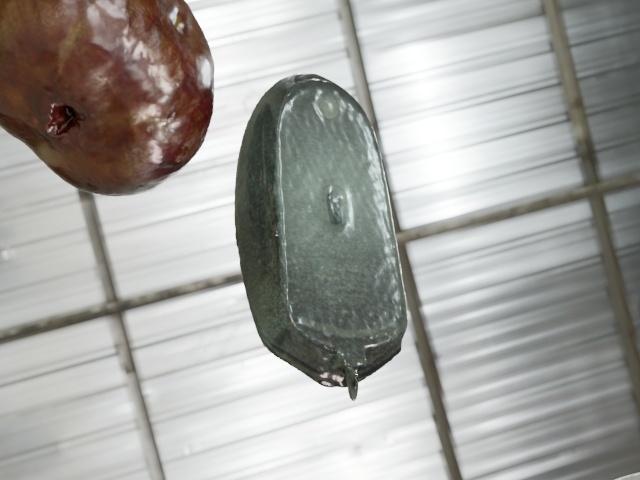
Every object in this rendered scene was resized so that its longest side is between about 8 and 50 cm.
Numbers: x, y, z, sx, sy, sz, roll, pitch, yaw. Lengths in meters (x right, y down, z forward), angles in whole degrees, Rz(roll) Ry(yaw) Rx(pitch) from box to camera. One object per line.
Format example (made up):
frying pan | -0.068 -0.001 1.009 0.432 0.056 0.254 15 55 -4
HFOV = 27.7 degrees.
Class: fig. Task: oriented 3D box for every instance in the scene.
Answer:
fig | -0.158 -0.147 0.847 0.170 0.145 0.274 41 19 -36

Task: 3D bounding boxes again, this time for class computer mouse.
computer mouse | -0.003 0.000 0.874 0.068 0.113 0.229 -31 -121 55

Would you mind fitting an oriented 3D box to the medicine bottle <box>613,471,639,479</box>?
medicine bottle | 0.205 0.252 0.542 0.341 0.130 0.130 53 -2 -25
